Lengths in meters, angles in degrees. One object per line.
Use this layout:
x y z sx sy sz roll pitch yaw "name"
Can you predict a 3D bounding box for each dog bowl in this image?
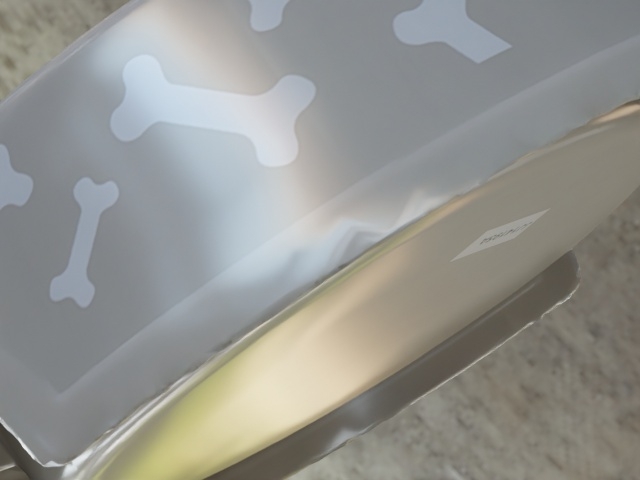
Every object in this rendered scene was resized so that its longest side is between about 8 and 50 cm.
0.000 0.000 0.520 0.102 0.348 0.349 57 157 13 "dog bowl"
